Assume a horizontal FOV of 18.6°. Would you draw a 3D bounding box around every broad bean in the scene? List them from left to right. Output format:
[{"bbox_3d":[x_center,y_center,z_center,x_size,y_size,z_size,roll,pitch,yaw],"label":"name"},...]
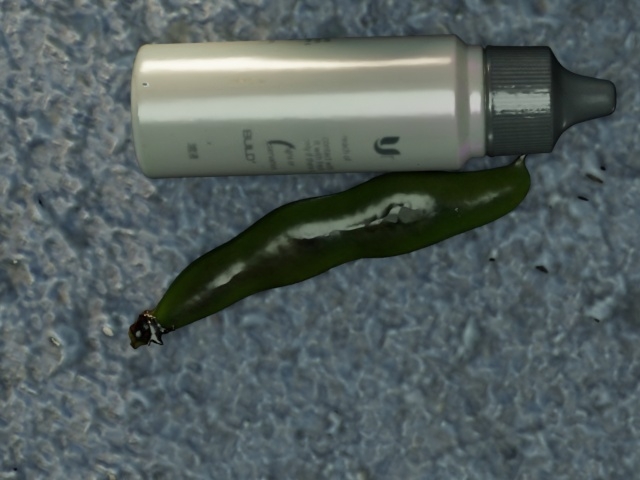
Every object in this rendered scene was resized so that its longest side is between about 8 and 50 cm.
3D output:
[{"bbox_3d":[0.000,-0.001,1.306,0.297,0.043,0.060,-20,103,7],"label":"broad bean"}]

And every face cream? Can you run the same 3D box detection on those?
[{"bbox_3d":[0.036,-0.089,1.273,0.311,0.092,0.092,-3,94,5],"label":"face cream"}]
